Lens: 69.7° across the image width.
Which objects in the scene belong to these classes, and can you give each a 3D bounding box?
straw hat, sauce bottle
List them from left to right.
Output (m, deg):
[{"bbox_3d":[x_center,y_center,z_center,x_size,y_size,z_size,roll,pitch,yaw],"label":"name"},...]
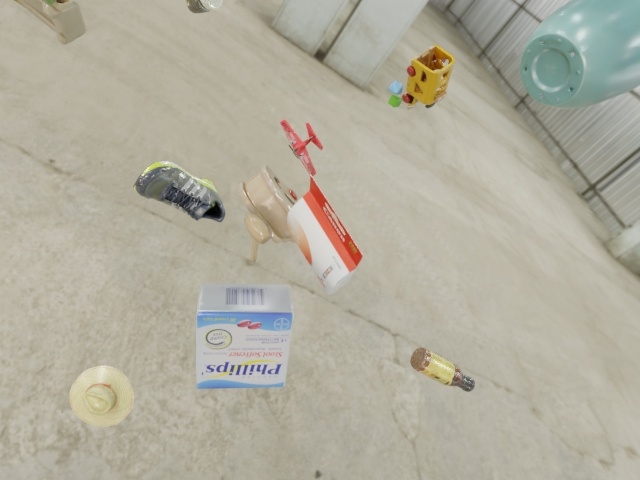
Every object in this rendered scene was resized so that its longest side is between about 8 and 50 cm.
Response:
[{"bbox_3d":[-0.499,0.359,1.036,0.144,0.144,0.061,35,-9,-7],"label":"straw hat"},{"bbox_3d":[0.211,0.224,0.782,0.128,0.042,0.042,31,33,-20],"label":"sauce bottle"}]

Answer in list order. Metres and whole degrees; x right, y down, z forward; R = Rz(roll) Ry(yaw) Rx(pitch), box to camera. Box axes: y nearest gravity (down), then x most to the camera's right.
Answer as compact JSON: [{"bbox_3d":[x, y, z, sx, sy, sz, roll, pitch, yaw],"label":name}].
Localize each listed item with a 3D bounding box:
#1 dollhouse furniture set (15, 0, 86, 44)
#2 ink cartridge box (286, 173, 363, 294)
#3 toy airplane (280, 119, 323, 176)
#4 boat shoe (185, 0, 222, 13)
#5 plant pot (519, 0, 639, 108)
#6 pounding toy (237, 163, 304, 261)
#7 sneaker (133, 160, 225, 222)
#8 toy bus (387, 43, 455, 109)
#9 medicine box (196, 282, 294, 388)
[{"bbox_3d":[-0.399,-0.425,0.630,0.198,0.151,0.301,40,-9,-21],"label":"dollhouse furniture set"},{"bbox_3d":[0.000,0.000,0.709,0.045,0.179,0.145,-29,77,-11],"label":"ink cartridge box"},{"bbox_3d":[-0.039,-0.225,1.062,0.028,0.151,0.151,-33,72,-20],"label":"toy airplane"},{"bbox_3d":[-0.348,-0.795,1.272,0.091,0.304,0.109,3,16,31],"label":"boat shoe"},{"bbox_3d":[0.674,-0.480,1.202,0.235,0.293,0.293,-29,68,-20],"label":"plant pot"},{"bbox_3d":[-0.124,-0.058,1.011,0.154,0.155,0.269,57,12,8],"label":"pounding toy"},{"bbox_3d":[-0.356,-0.120,1.219,0.121,0.111,0.300,45,16,24],"label":"sneaker"},{"bbox_3d":[0.300,-0.427,1.269,0.104,0.191,0.202,46,28,22],"label":"toy bus"},{"bbox_3d":[-0.226,0.281,1.352,0.264,0.289,0.149,2,29,-11],"label":"medicine box"}]
